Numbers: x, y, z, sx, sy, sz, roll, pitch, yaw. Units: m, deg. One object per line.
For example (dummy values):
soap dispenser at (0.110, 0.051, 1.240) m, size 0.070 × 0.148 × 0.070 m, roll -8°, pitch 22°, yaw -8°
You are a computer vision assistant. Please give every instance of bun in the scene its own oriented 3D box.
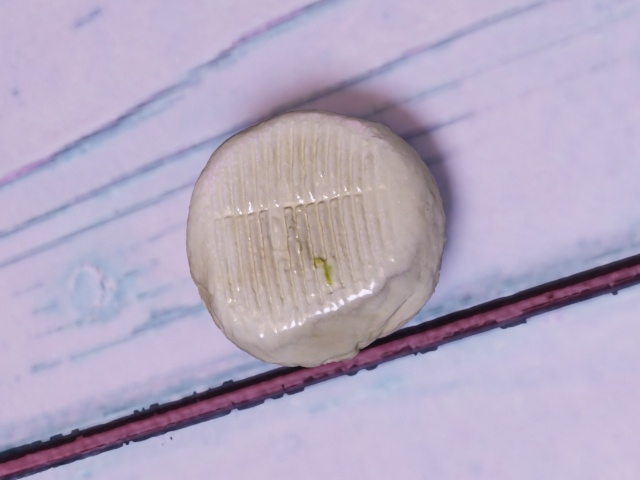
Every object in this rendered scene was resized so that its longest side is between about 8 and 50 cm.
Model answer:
bun at (0.000, 0.000, 0.783) m, size 0.115 × 0.069 × 0.115 m, roll -3°, pitch 79°, yaw 17°
